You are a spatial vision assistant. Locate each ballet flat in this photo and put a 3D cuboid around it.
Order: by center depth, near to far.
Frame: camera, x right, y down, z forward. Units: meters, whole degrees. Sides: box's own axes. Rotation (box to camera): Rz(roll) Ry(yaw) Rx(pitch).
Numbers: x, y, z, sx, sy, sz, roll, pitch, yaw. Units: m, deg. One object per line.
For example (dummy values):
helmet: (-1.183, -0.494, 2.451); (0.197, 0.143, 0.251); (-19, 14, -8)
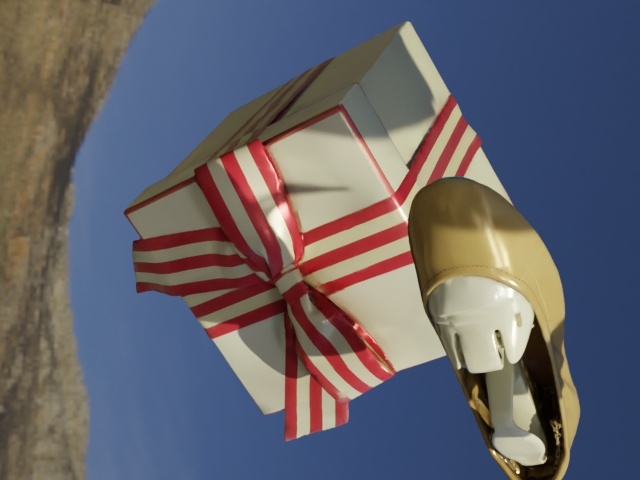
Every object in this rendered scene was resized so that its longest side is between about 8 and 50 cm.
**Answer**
ballet flat: (0.109, 0.065, 0.615); (0.080, 0.232, 0.073); (-10, -139, 24)

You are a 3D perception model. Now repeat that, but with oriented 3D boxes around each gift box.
gift box: (0.000, 0.000, 0.921); (0.276, 0.255, 0.258); (-29, -165, 30)
